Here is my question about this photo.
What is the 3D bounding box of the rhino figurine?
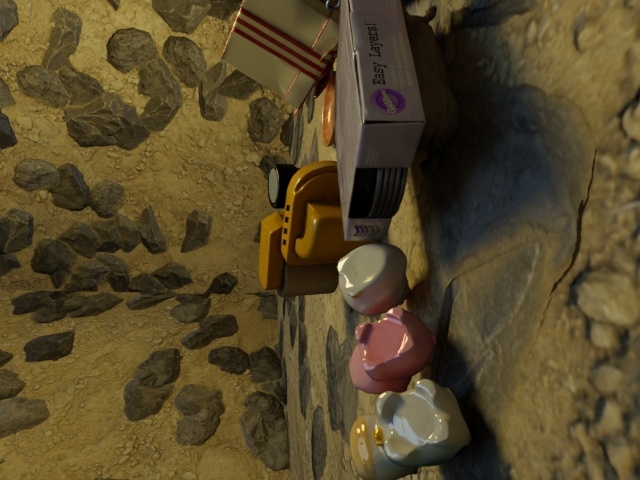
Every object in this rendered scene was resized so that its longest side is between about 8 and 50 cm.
[{"bbox_3d":[0.126,-0.212,0.527,0.106,0.073,0.243,104,163,-70],"label":"rhino figurine"}]

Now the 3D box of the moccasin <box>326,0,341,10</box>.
[{"bbox_3d":[0.081,-0.470,0.712,0.342,0.116,0.138,-124,38,-72],"label":"moccasin"}]

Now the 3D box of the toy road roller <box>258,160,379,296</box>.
[{"bbox_3d":[0.000,0.000,0.842,0.240,0.202,0.330,-128,41,-57],"label":"toy road roller"}]

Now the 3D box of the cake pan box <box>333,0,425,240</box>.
[{"bbox_3d":[0.059,-0.159,0.528,0.246,0.070,0.267,88,179,-62],"label":"cake pan box"}]

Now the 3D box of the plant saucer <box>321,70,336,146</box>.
[{"bbox_3d":[0.039,-0.360,1.126,0.200,0.037,0.200,-178,90,-80],"label":"plant saucer"}]

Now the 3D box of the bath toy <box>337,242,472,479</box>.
[{"bbox_3d":[0.095,0.165,0.510,0.151,0.129,0.348,-29,47,23],"label":"bath toy"}]

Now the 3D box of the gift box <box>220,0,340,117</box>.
[{"bbox_3d":[-0.071,-0.486,1.000,0.255,0.258,0.276,-48,22,44],"label":"gift box"}]
